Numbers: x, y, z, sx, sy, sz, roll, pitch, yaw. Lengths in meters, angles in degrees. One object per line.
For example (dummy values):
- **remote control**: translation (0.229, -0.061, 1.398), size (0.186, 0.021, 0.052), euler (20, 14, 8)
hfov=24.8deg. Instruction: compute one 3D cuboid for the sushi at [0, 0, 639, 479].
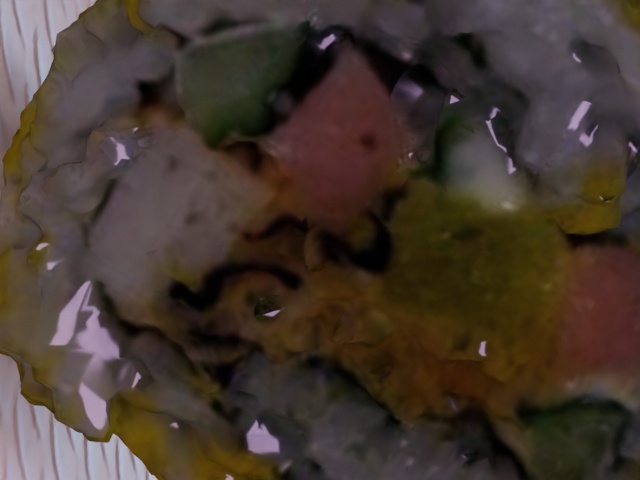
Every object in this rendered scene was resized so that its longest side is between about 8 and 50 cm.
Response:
- **sushi**: translation (0.053, 0.002, 0.692), size (0.396, 0.351, 0.240), euler (33, 22, -9)
